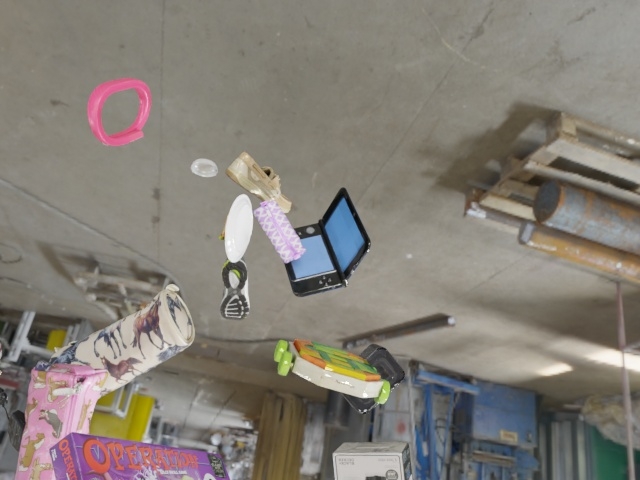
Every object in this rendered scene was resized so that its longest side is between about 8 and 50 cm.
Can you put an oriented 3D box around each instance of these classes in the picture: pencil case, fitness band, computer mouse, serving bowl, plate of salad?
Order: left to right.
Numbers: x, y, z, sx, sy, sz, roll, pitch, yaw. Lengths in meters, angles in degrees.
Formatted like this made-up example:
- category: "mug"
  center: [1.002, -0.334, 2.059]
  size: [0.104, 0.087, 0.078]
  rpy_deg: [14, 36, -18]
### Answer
- category: "computer mouse"
  center: [-0.717, 0.410, 1.335]
  size: [0.242, 0.071, 0.041]
  rpy_deg: [30, -161, 37]
- category: "pencil case"
  center: [-0.551, 0.451, 1.180]
  size: [0.159, 0.387, 0.167]
  rpy_deg: [2, 163, 7]
- category: "fitness band"
  center: [-0.669, -0.433, 1.915]
  size: [0.054, 0.291, 0.209]
  rpy_deg: [14, 118, 17]
- category: "pencil case"
  center: [-0.523, 0.280, 1.510]
  size: [0.410, 0.184, 0.160]
  rpy_deg: [-30, 171, 7]
- category: "serving bowl"
  center: [-0.363, -0.233, 1.790]
  size: [0.083, 0.027, 0.083]
  rpy_deg: [2, 154, 1]
- category: "plate of salad"
  center: [-0.244, -0.036, 1.653]
  size: [0.048, 0.200, 0.200]
  rpy_deg: [8, 155, 13]
- category: "pencil case"
  center: [-0.124, -0.030, 1.753]
  size: [0.206, 0.086, 0.088]
  rpy_deg: [56, 163, 2]

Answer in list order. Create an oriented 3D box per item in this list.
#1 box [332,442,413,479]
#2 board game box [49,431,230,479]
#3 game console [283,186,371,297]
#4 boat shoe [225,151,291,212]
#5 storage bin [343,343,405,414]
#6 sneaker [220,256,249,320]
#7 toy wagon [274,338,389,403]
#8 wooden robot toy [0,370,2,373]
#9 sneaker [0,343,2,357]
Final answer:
- category: "box"
  center: [0.130, 0.620, 1.306]
  size: [0.169, 0.290, 0.087]
  rpy_deg: [-8, 175, 19]
- category: "board game box"
  center: [-0.221, 0.397, 0.828]
  size: [0.056, 0.208, 0.347]
  rpy_deg: [-42, 146, 4]
- category: "game console"
  center: [0.000, 0.000, 1.807]
  size: [0.250, 0.293, 0.174]
  rpy_deg: [-13, 135, -9]
- category: "boat shoe"
  center: [-0.188, -0.196, 1.992]
  size: [0.121, 0.110, 0.341]
  rpy_deg: [38, -177, 32]
- category: "storage bin"
  center: [0.142, 0.403, 1.670]
  size: [0.122, 0.180, 0.084]
  rpy_deg: [51, 170, -4]
- category: "sneaker"
  center: [-0.304, 0.166, 2.075]
  size: [0.110, 0.121, 0.300]
  rpy_deg: [7, 123, -6]
- category: "toy wagon"
  center: [0.018, 0.311, 1.436]
  size: [0.267, 0.068, 0.344]
  rpy_deg: [19, 180, -10]
- category: "wooden robot toy"
  center: [-0.562, 0.217, 0.837]
  size: [0.173, 0.076, 0.079]
  rpy_deg: [-24, -164, -25]
- category: "sneaker"
  center: [-0.577, 0.137, 0.880]
  size: [0.185, 0.070, 0.084]
  rpy_deg: [26, 125, -4]
